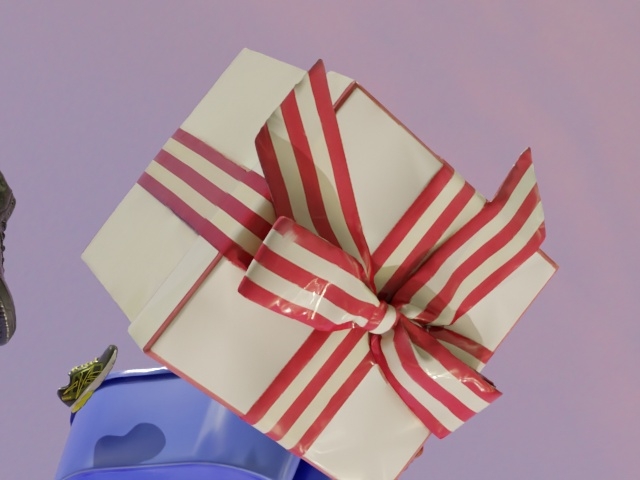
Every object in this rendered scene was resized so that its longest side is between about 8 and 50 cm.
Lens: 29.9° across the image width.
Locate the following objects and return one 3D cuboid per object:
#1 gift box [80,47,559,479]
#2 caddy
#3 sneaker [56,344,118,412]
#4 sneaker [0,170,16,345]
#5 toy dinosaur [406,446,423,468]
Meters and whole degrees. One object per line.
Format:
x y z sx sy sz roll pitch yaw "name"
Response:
0.000 0.000 0.886 0.255 0.258 0.276 33 -88 -28 "gift box"
-0.130 0.248 1.343 0.179 0.341 0.241 -76 -29 -45 "caddy"
-0.245 0.141 1.261 0.035 0.031 0.083 37 -95 -7 "sneaker"
-0.258 -0.009 0.915 0.089 0.051 0.170 -64 -36 -49 "sneaker"
0.103 0.267 1.486 0.090 0.082 0.047 37 -133 -40 "toy dinosaur"
